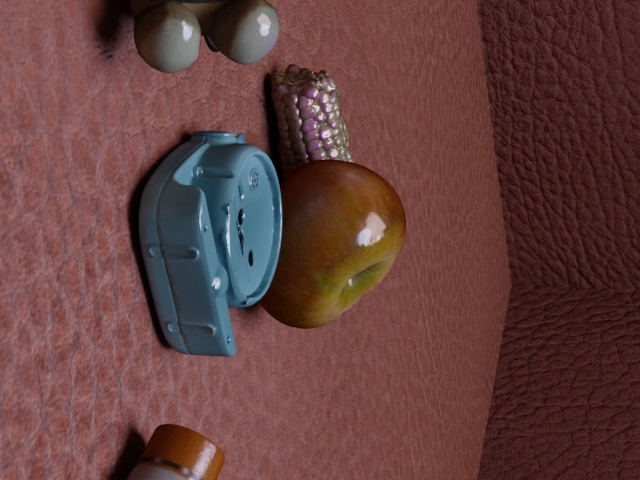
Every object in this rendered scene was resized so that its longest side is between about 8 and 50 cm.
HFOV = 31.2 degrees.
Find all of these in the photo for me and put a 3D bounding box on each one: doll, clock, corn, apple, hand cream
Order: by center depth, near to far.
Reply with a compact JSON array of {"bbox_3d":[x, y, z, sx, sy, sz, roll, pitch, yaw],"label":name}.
[{"bbox_3d":[-0.127,-0.342,1.160,0.174,0.235,0.330,-141,-131,-57],"label":"doll"},{"bbox_3d":[-0.192,0.345,1.172,0.140,0.089,0.314,68,35,-42],"label":"hand cream"},{"bbox_3d":[-0.115,-0.018,1.352,0.274,0.094,0.224,-63,150,-51],"label":"clock"},{"bbox_3d":[0.000,0.000,1.532,0.235,0.173,0.210,-43,162,-4],"label":"apple"},{"bbox_3d":[-0.001,-0.092,1.666,0.127,0.126,0.335,-55,140,-59],"label":"corn"}]
